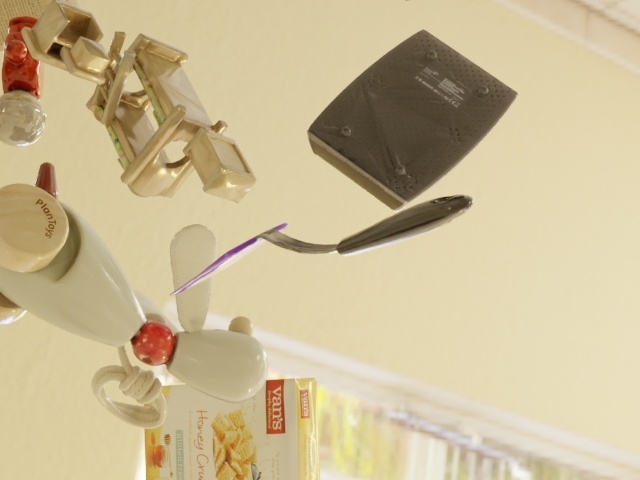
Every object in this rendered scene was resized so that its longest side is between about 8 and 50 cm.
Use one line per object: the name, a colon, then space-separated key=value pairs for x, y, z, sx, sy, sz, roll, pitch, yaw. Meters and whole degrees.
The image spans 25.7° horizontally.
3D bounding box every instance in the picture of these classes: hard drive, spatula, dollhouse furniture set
hard drive: x=0.114 y=-0.147 z=1.740 sx=0.172 sy=0.255 sz=0.054 roll=36 pitch=144 yaw=14
spatula: x=0.000 y=0.000 z=1.072 sx=0.296 sy=0.030 sz=0.084 roll=-11 pitch=-168 yaw=43
dollhouse furniture set: x=-0.174 y=-0.096 z=1.218 sx=0.161 sy=0.182 sz=0.101 roll=18 pitch=122 yaw=-44

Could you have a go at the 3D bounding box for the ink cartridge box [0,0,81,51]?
ink cartridge box: x=-0.494 y=-0.412 z=2.147 sx=0.193 sy=0.088 sz=0.234 roll=-8 pitch=115 yaw=16

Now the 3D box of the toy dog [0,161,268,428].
toy dog: x=-0.206 y=0.034 z=1.413 sx=0.220 sy=0.161 sz=0.334 roll=-19 pitch=132 yaw=39

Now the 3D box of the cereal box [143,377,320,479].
cereal box: x=-0.105 y=0.249 z=1.625 sx=0.240 sy=0.173 sz=0.047 roll=-9 pitch=170 yaw=38

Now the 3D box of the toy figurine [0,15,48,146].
toy figurine: x=-0.397 y=-0.157 z=1.417 sx=0.213 sy=0.148 sz=0.209 roll=-24 pitch=141 yaw=32
